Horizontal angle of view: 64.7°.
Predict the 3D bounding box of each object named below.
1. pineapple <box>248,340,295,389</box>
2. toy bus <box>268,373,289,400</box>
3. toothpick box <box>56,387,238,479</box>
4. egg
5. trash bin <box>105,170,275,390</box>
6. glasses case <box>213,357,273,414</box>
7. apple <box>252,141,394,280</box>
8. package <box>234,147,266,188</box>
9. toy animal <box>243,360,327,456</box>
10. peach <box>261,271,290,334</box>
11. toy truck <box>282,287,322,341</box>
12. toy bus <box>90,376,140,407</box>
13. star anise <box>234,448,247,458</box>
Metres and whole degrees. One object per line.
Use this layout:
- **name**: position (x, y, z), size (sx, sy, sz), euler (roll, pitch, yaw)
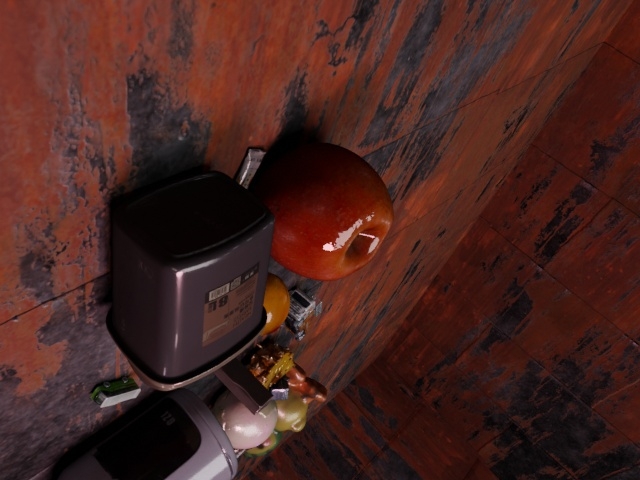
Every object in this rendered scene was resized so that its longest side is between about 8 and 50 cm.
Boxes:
- **pineapple**: position (-0.142, 0.347, 1.407), size (0.233, 0.079, 0.135), euler (-42, 139, -60)
- **toy bus**: position (-0.130, 0.406, 1.500), size (0.065, 0.166, 0.047), euler (1, 111, -13)
- **toothpick box**: position (-0.374, 0.512, 1.052), size (0.354, 0.263, 0.263), euler (-31, 155, -35)
- **egg**: position (-0.221, 0.502, 1.438), size (0.183, 0.183, 0.217), euler (-51, 162, 12)
- **trash bin**: position (-0.179, 0.066, 0.703), size (0.209, 0.182, 0.290), euler (-29, 148, -39)
- **glasses case**: position (-0.187, 0.293, 1.098), size (0.042, 0.190, 0.072), euler (-54, 163, 15)
- **apple**: position (0.001, -0.048, 0.820), size (0.218, 0.201, 0.218), euler (-34, 150, -23)
- **package**: position (-0.117, -0.090, 0.760), size (0.037, 0.015, 0.110), euler (-6, 135, -54)
- **toy animal**: position (-0.158, 0.549, 1.655), size (0.338, 0.216, 0.191), euler (-45, -173, -2)
- **peach**: position (-0.124, 0.123, 0.998), size (0.138, 0.138, 0.138), euler (-40, 159, -18)
- **toy truck**: position (-0.051, 0.185, 1.334), size (0.115, 0.080, 0.178), euler (-45, 162, -20)
- **toy bus**: position (-0.368, 0.273, 0.909), size (0.031, 0.037, 0.083), euler (-52, 159, 14)
- **star anise**: position (-0.369, 0.652, 1.455), size (0.292, 0.109, 0.349), euler (-30, 161, 12)
